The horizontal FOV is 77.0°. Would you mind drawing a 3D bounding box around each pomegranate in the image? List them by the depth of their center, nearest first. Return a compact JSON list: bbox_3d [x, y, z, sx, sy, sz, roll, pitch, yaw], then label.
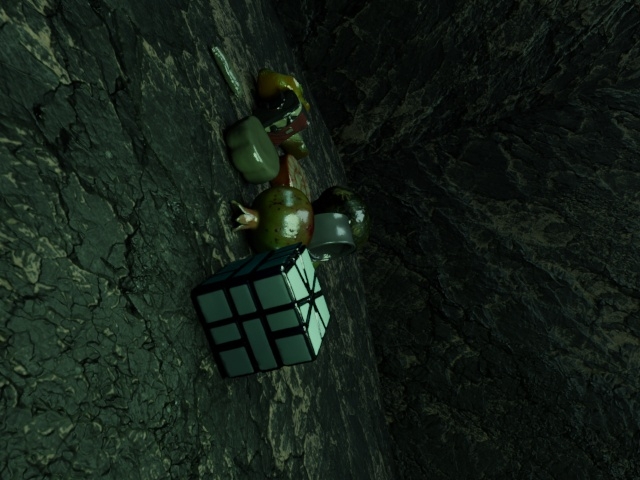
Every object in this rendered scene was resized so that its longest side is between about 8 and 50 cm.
[{"bbox_3d":[-0.184,-0.058,1.531,0.291,0.324,0.290,168,-90,-71],"label":"pomegranate"}]

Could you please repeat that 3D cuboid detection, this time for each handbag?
[{"bbox_3d":[-0.192,-0.595,1.957,0.181,0.255,0.181,65,9,29],"label":"handbag"}]

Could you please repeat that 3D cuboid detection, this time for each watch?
[{"bbox_3d":[0.000,0.000,1.933,0.335,0.327,0.313,43,35,-67],"label":"watch"}]

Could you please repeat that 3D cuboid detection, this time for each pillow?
[{"bbox_3d":[-0.391,-0.724,1.708,0.093,0.051,0.241,-90,158,-46],"label":"pillow"}]

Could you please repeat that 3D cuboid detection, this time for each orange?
[{"bbox_3d":[-0.200,-0.755,2.101,0.334,0.263,0.196,62,49,-68],"label":"orange"}]

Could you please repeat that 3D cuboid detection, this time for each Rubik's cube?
[{"bbox_3d":[-0.155,0.196,1.193,0.288,0.284,0.293,-49,120,-73],"label":"Rubik's cube"}]

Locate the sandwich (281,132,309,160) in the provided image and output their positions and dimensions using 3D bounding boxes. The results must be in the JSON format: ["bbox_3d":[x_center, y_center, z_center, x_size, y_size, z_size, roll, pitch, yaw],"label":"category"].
[{"bbox_3d":[-0.168,-0.570,2.298,0.235,0.128,0.122,48,22,-63],"label":"sandwich"}]

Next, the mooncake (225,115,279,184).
[{"bbox_3d":[-0.275,-0.360,1.626,0.275,0.135,0.274,-18,90,-75],"label":"mooncake"}]

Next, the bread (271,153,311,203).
[{"bbox_3d":[-0.155,-0.290,2.067,0.328,0.114,0.294,35,43,-68],"label":"bread"}]

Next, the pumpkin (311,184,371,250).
[{"bbox_3d":[0.142,-0.130,2.542,0.454,0.344,0.454,155,-90,-84],"label":"pumpkin"}]

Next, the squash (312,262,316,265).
[{"bbox_3d":[-0.061,0.080,2.271,0.204,0.155,0.236,20,47,-28],"label":"squash"}]
